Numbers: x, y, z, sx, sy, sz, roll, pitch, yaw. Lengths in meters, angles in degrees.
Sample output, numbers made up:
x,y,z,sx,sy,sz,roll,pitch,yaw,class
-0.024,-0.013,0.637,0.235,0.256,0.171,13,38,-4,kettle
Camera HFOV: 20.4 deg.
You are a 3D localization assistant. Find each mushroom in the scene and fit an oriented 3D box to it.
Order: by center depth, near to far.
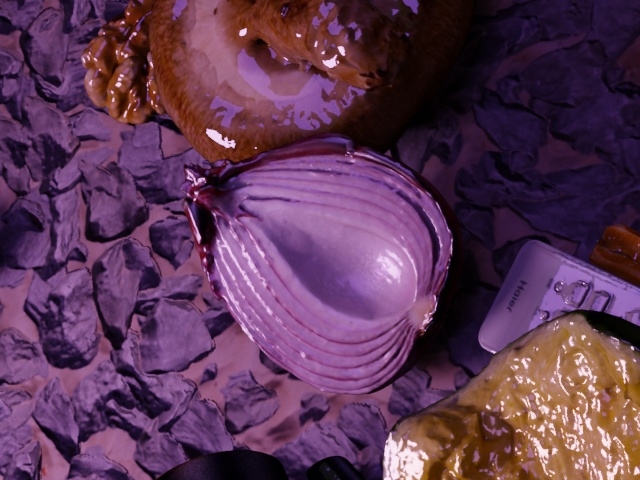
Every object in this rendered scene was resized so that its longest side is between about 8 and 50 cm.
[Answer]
x,y,z,sx,sy,sz,roll,pitch,yaw,class
-0.011,-0.218,1.748,0.345,0.239,0.345,-9,49,10,mushroom

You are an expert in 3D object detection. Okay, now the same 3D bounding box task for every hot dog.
x,y,z,sx,sy,sz,roll,pitch,yaw,class
0.292,0.030,1.576,0.133,0.041,0.056,33,86,41,hot dog

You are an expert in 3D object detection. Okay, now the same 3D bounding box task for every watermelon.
x,y,z,sx,sy,sz,roll,pitch,yaw,class
0.227,0.213,1.435,0.331,0.189,0.331,11,106,42,watermelon

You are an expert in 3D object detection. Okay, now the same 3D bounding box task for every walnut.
x,y,z,sx,sy,sz,roll,pitch,yaw,class
-0.189,-0.210,1.911,0.143,0.069,0.170,41,94,33,walnut

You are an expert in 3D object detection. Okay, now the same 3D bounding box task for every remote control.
x,y,z,sx,sy,sz,roll,pitch,yaw,class
0.286,0.107,1.538,0.313,0.055,0.109,27,90,29,remote control

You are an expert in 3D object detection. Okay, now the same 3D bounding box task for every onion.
x,y,z,sx,sy,sz,roll,pitch,yaw,class
0.000,0.000,1.657,0.283,0.120,0.227,33,106,10,onion

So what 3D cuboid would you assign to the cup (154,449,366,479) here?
x,y,z,sx,sy,sz,roll,pitch,yaw,class
-0.043,0.298,1.601,0.166,0.239,0.177,116,144,-44,cup
